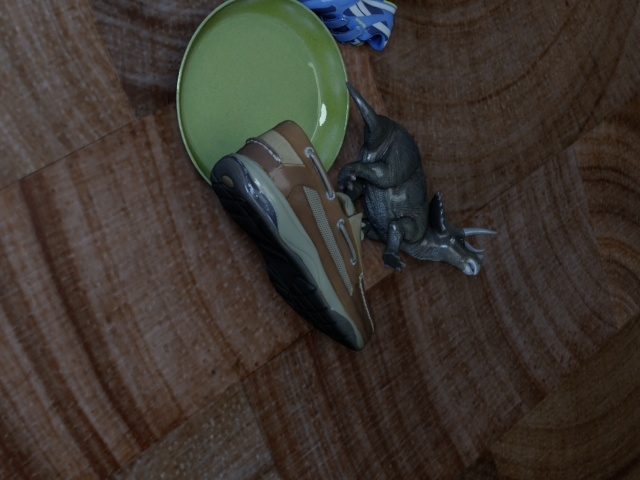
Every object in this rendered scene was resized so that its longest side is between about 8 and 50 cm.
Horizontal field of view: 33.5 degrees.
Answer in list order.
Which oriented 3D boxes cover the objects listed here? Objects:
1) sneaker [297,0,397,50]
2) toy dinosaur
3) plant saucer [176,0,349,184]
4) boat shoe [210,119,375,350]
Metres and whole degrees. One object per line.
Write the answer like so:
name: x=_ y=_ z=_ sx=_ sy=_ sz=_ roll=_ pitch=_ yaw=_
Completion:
sneaker: x=0.033 y=-0.265 z=1.268 sx=0.144 sy=0.053 sz=0.059 roll=4 pitch=95 yaw=-39
toy dinosaur: x=0.082 y=-0.066 z=1.315 sx=0.160 sy=0.121 sz=0.313 roll=-48 pitch=119 yaw=-39
plant saucer: x=-0.069 y=-0.158 z=1.207 sx=0.241 sy=0.037 sz=0.240 roll=-6 pitch=99 yaw=-40
boat shoe: x=0.000 y=0.000 z=1.198 sx=0.120 sy=0.123 sz=0.324 roll=-46 pitch=137 yaw=-17
